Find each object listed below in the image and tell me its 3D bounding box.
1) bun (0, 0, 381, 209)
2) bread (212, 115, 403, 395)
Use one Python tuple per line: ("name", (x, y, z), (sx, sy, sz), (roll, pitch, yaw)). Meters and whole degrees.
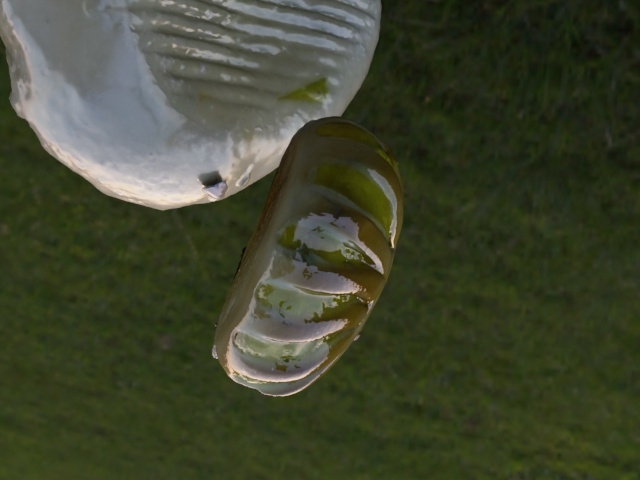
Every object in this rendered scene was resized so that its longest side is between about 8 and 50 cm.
("bun", (-0.096, -0.147, 0.890), (0.259, 0.259, 0.160), (38, 155, -30))
("bread", (0.000, 0.000, 0.750), (0.083, 0.157, 0.094), (20, 155, 2))
